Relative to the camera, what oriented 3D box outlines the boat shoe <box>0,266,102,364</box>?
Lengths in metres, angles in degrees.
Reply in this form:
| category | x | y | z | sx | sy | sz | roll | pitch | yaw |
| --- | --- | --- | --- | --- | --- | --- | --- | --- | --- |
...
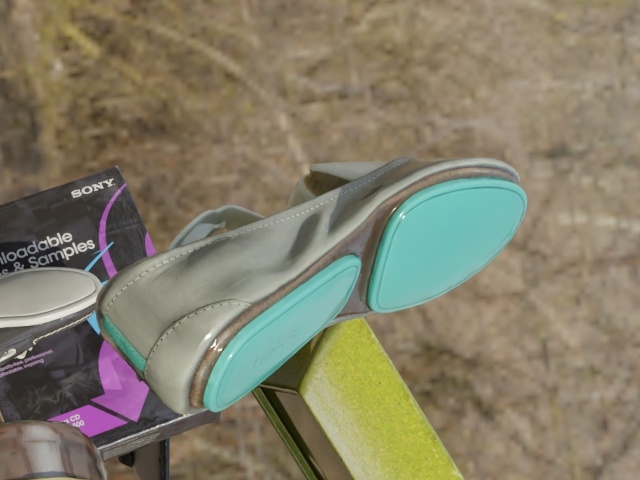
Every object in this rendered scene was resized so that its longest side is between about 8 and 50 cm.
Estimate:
| category | x | y | z | sx | sy | sz | roll | pitch | yaw |
| --- | --- | --- | --- | --- | --- | --- | --- | --- | --- |
| boat shoe | -0.176 | 0.049 | 0.947 | 0.046 | 0.125 | 0.038 | 47 | -31 | 48 |

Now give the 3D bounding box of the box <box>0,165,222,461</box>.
| category | x | y | z | sx | sy | sz | roll | pitch | yaw |
| --- | --- | --- | --- | --- | --- | --- | --- | --- | --- |
| box | -0.138 | 0.046 | 0.995 | 0.029 | 0.116 | 0.162 | 102 | -35 | -62 |

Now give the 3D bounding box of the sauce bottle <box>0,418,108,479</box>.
| category | x | y | z | sx | sy | sz | roll | pitch | yaw |
| --- | --- | --- | --- | --- | --- | --- | --- | --- | --- |
| sauce bottle | -0.098 | 0.241 | 0.719 | 0.111 | 0.111 | 0.344 | 72 | -3 | -57 |

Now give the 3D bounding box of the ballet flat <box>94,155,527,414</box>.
| category | x | y | z | sx | sy | sz | roll | pitch | yaw |
| --- | --- | --- | --- | --- | --- | --- | --- | --- | --- |
| ballet flat | 0.000 | 0.000 | 0.686 | 0.213 | 0.068 | 0.072 | -26 | 144 | -46 |

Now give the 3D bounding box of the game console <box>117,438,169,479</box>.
| category | x | y | z | sx | sy | sz | roll | pitch | yaw |
| --- | --- | --- | --- | --- | --- | --- | --- | --- | --- |
| game console | -0.088 | 0.090 | 1.089 | 0.107 | 0.071 | 0.122 | -31 | 133 | -48 |

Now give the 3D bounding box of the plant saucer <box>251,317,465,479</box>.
| category | x | y | z | sx | sy | sz | roll | pitch | yaw |
| --- | --- | --- | --- | --- | --- | --- | --- | --- | --- |
| plant saucer | 0.023 | 0.122 | 0.988 | 0.188 | 0.045 | 0.188 | 58 | -14 | -7 |
